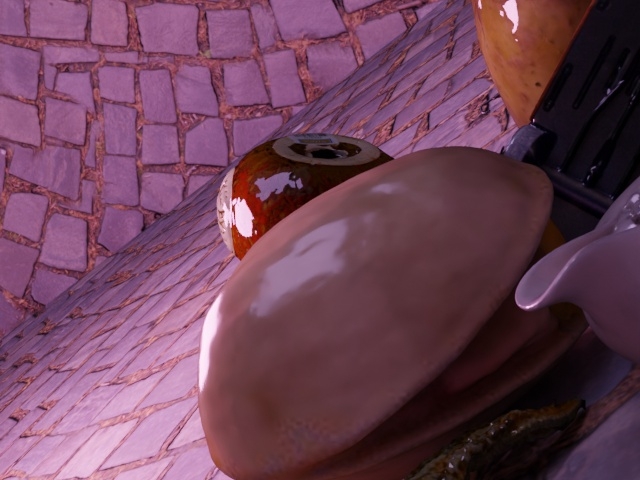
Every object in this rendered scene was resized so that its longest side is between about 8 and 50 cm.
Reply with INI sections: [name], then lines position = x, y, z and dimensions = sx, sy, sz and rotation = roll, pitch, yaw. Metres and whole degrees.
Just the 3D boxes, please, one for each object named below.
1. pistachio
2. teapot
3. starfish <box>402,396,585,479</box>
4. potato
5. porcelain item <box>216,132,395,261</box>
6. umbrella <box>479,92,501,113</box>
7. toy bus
[pistachio]
position = 0.049, 0.069, 0.935
dimensions = 0.309, 0.230, 0.230
rotation = -30, 11, -2
[teapot]
position = 0.263, -0.027, 0.805
dimensions = 0.300, 0.166, 0.208
rotation = -53, 4, -17
[starfish]
position = 0.044, 0.210, 0.752
dimensions = 0.347, 0.078, 0.358
rotation = -30, 11, 13
[potato]
position = 0.288, -0.299, 1.520
dimensions = 0.301, 0.237, 0.289
rotation = -41, 11, -8
[porcelain item]
position = 0.000, 0.000, 1.466
dimensions = 0.253, 0.253, 0.253
rotation = -37, 12, 9
[umbrella]
position = 0.286, -0.230, 1.811
dimensions = 0.149, 0.022, 0.022
rotation = -37, 54, 8
[toy bus]
position = 0.270, -0.130, 1.012
dimensions = 0.329, 0.143, 0.153
rotation = -63, -20, 10
